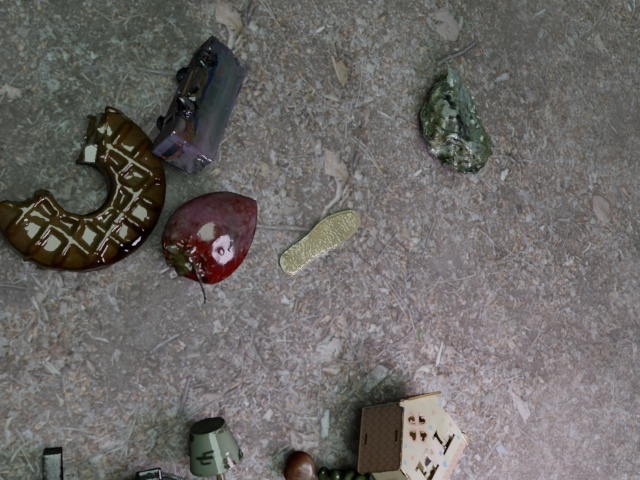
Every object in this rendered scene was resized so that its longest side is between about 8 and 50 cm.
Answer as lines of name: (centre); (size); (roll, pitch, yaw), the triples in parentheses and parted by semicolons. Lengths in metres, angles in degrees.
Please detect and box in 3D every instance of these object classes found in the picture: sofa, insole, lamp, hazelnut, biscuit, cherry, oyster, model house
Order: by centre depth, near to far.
sofa: (-0.550, 0.490, 1.382); (0.039, 0.060, 0.117); (-1, 88, -17)
biscuit: (-0.478, -0.081, 1.422); (0.268, 0.115, 0.366); (42, 73, -15)
lamp: (-0.227, 0.506, 1.488); (0.121, 0.121, 0.214); (-14, 101, -23)
cherry: (-0.234, -0.015, 1.488); (0.250, 0.175, 0.192); (-43, 112, -21)
hazelnut: (-0.046, 0.540, 1.581); (0.086, 0.086, 0.086); (2, 86, -23)
model house: (0.195, 0.495, 1.613); (0.244, 0.169, 0.326); (58, 45, -13)
insole: (0.000, 0.000, 1.673); (0.248, 0.011, 0.081); (-37, 101, -20)
oyster: (0.361, -0.308, 1.794); (0.198, 0.112, 0.267); (-43, 100, -20)

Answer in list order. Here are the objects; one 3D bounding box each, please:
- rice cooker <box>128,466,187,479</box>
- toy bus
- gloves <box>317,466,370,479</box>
rice cooker: (-0.335, 0.614, 1.372); (0.241, 0.227, 0.280); (-7, 91, -21)
toy bus: (-0.262, -0.302, 1.488); (0.138, 0.112, 0.316); (34, 54, -27)
gloves: (0.084, 0.613, 1.618); (0.135, 0.107, 0.268); (-48, 122, -10)
